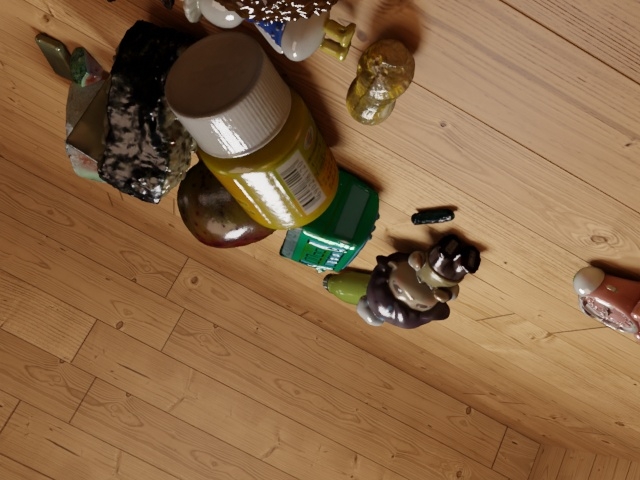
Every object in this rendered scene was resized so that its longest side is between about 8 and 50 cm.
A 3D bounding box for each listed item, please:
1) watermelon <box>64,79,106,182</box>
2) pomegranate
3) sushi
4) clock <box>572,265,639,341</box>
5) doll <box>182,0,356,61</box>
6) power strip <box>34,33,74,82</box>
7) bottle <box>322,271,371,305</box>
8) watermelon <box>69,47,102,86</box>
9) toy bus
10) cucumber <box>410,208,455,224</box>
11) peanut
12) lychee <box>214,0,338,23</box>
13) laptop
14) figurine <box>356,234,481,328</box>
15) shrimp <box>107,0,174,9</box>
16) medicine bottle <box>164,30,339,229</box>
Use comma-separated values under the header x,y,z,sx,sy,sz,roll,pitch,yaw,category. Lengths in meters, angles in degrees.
x,y,z,sx,sy,sz,roll,pitch,yaw,category
-0.548,-0.300,1.627,0.388,0.228,0.258,7,147,36,watermelon
-0.225,-0.139,1.566,0.291,0.291,0.323,120,130,-74,pomegranate
-0.325,-0.246,1.246,0.171,0.349,0.211,16,-157,-6,sushi
0.605,0.119,1.298,0.162,0.092,0.166,26,167,38,clock
-0.091,-0.345,0.930,0.293,0.119,0.138,21,155,1,doll
-0.660,-0.457,1.607,0.076,0.028,0.169,25,162,7,power strip
0.113,0.160,2.127,0.260,0.112,0.112,8,155,49,bottle
-0.571,-0.426,1.534,0.085,0.072,0.092,35,127,14,watermelon
0.020,-0.039,1.552,0.200,0.183,0.343,22,165,-2,toy bus
0.254,-0.053,1.405,0.032,0.032,0.133,35,161,-23,cucumber
0.092,-0.244,0.984,0.087,0.087,0.206,27,165,-1,peanut
-0.062,-0.348,0.728,0.239,0.200,0.200,17,164,-4,lychee
-0.419,-0.262,1.408,0.188,0.269,0.015,34,147,-22,laptop
0.259,0.120,1.615,0.218,0.206,0.365,16,165,-14,figurine
-0.328,-0.446,1.121,0.148,0.035,0.195,28,162,-11,shrimp
-0.119,-0.196,1.209,0.225,0.224,0.384,19,163,27,medicine bottle
